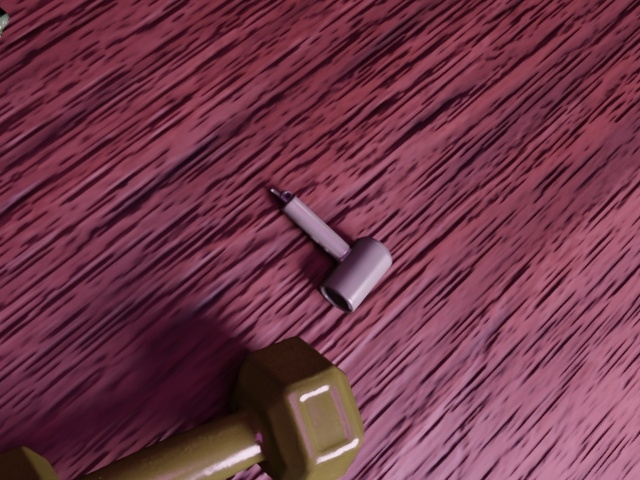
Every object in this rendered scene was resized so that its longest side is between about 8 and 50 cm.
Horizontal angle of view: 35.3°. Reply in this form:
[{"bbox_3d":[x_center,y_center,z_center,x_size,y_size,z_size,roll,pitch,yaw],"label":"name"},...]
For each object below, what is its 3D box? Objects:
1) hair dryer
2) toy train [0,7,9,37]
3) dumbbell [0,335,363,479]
[{"bbox_3d":[0.000,0.000,0.867,0.124,0.038,0.063,43,67,-8],"label":"hair dryer"},{"bbox_3d":[-0.293,-0.182,0.741,0.138,0.050,0.087,43,63,-14],"label":"toy train"},{"bbox_3d":[-0.113,0.171,0.741,0.301,0.108,0.121,-18,90,-27],"label":"dumbbell"}]
